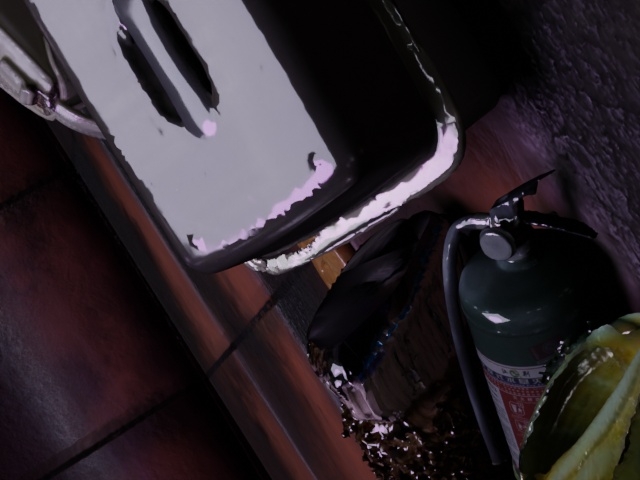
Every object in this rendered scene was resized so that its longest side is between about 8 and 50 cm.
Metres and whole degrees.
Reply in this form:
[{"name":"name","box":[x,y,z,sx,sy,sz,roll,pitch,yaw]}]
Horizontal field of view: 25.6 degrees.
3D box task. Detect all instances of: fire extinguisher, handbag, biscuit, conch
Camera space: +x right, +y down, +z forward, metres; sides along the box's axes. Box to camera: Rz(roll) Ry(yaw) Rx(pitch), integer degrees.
[{"name":"fire extinguisher","box":[0.146,0.072,0.924,0.118,0.093,0.294,4,132,33]},{"name":"handbag","box":[-0.150,-0.168,1.122,0.219,0.256,0.079,44,139,14]},{"name":"biscuit","box":[-0.004,-0.001,1.420,0.184,0.027,0.133,60,164,-6]},{"name":"conch","box":[0.168,0.136,0.863,0.095,0.079,0.201,12,102,25]}]

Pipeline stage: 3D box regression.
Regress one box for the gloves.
[{"name":"gloves","box":[0.092,0.147,1.084,0.210,0.135,0.312,-85,-22,-50]}]

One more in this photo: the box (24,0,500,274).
[{"name":"box","box":[-0.044,-0.131,0.873,0.220,0.166,0.290,-32,90,43]}]
